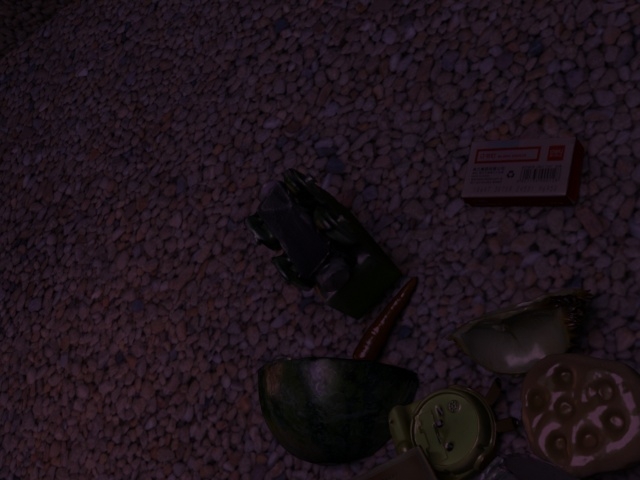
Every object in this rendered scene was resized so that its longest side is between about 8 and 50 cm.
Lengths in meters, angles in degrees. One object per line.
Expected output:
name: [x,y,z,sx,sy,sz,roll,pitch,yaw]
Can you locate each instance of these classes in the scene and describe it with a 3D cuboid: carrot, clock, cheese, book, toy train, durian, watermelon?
carrot: [0.129,0.158,1.845,0.048,0.048,0.216,28,82,41]
clock: [0.240,0.332,1.662,0.232,0.069,0.170,-32,54,21]
cheese: [0.428,0.287,1.514,0.235,0.117,0.218,37,97,44]
book: [0.158,0.498,1.626,0.170,0.018,0.241,-33,75,21]
toy train: [0.000,0.000,1.870,0.173,0.249,0.307,-49,49,12]
durian: [0.351,0.154,1.618,0.252,0.139,0.144,-14,67,30]
watermelon: [0.027,0.303,1.797,0.305,0.180,0.224,-10,109,29]

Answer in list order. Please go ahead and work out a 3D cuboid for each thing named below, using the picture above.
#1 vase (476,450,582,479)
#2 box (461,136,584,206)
vase: [0.281,0.558,1.394,0.250,0.250,0.445,26,100,41]
box: [0.376,-0.128,1.784,0.229,0.050,0.123,0,68,37]
